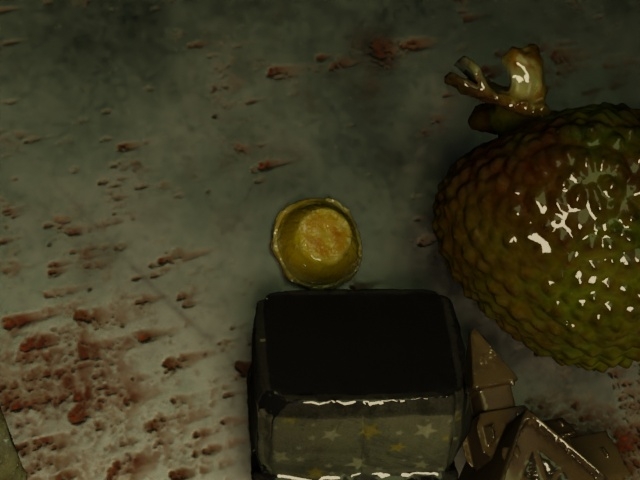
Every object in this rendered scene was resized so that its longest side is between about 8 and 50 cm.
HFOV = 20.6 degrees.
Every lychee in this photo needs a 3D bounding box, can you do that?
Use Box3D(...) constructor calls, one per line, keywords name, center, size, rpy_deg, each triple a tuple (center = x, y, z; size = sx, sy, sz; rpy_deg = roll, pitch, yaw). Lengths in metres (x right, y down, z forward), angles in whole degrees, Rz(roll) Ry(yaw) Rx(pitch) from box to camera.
Box3D(name="lychee", center=(0.245, -0.024, 1.764), size=(0.270, 0.270, 0.320), rpy_deg=(-14, 60, -17))

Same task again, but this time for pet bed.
Box3D(name="pet bed", center=(0.035, 0.159, 1.702), size=(0.211, 0.159, 0.183), rpy_deg=(-1, 38, -5))

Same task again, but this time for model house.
Box3D(name="model house", center=(0.200, 0.200, 1.715), size=(0.176, 0.181, 0.248), rpy_deg=(-10, 75, -17))

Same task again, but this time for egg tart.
Box3D(name="egg tart", center=(0.000, 0.000, 1.817), size=(0.105, 0.039, 0.105), rpy_deg=(5, 70, -13))

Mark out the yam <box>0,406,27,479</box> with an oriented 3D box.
Box3D(name="yam", center=(-0.379, 0.235, 1.592), size=(0.254, 0.154, 0.154), rpy_deg=(-27, 79, -23))
